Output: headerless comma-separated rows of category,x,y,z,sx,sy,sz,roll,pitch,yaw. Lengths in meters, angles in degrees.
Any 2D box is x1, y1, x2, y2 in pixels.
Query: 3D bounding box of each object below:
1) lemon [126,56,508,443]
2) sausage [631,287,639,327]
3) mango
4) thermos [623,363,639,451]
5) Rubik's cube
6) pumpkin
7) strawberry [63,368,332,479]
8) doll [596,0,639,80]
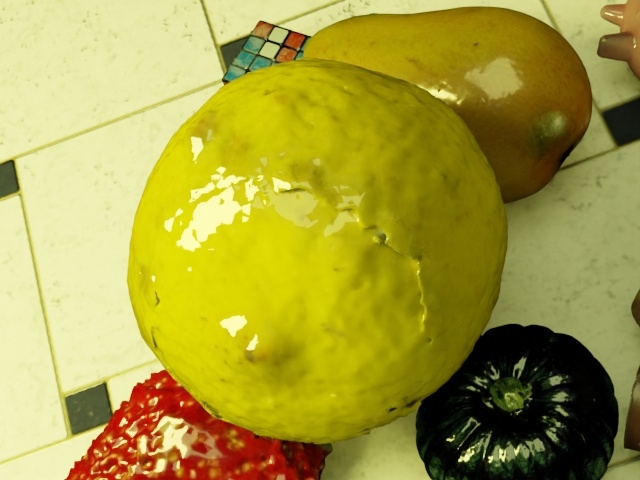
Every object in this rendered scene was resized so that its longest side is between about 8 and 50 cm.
lemon,0.000,0.000,1.205,0.350,0.349,0.387,4,26,16
sausage,0.414,-0.009,1.284,0.123,0.123,0.253,24,70,24
mango,0.129,-0.147,1.388,0.317,0.173,0.211,11,99,20
thermos,0.404,0.168,1.204,0.232,0.099,0.124,10,64,20
Rubik's cube,-0.044,-0.181,1.503,0.092,0.092,0.092,21,69,22
pumpkin,0.184,0.169,1.238,0.194,0.150,0.194,-12,26,6
strawberry,-0.150,0.249,1.277,0.233,0.137,0.306,36,74,26
doll,0.405,-0.216,1.412,0.211,0.093,0.262,9,62,11
